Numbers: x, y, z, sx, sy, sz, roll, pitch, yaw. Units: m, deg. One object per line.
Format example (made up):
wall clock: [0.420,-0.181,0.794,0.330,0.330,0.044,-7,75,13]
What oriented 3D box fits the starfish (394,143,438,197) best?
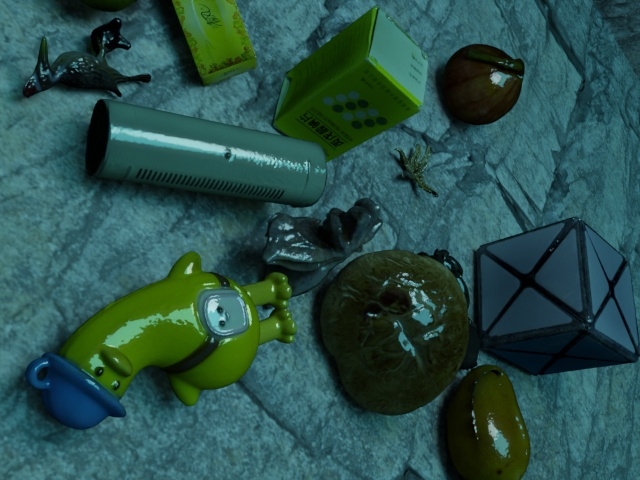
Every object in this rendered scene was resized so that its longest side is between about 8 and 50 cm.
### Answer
starfish: [0.202,-0.139,1.417,0.133,0.041,0.130,-25,84,-40]

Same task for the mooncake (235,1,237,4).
mooncake: [-0.109,-0.235,1.134,0.150,0.057,0.346,-112,-177,-76]

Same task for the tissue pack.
tissue pack: [-0.175,-0.348,1.075,0.095,0.062,0.176,-20,89,-5]

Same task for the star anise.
star anise: [-0.003,0.002,1.064,0.257,0.198,0.110,-29,74,-34]

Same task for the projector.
projector: [-0.155,-0.117,0.968,0.337,0.108,0.108,6,70,-33]

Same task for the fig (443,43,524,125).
fig: [0.387,-0.372,1.586,0.205,0.205,0.205,18,62,-40]

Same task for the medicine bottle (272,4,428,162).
medicine bottle: [0.051,-0.259,1.166,0.137,0.250,0.141,31,52,-31]

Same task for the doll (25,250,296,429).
doll: [-0.190,0.119,0.856,0.363,0.145,0.199,-13,96,-42]

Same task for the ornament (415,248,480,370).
ornament: [0.256,0.141,1.335,0.260,0.106,0.251,1,77,-50]

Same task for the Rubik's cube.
Rubik's cube: [0.510,0.132,1.460,0.259,0.260,0.255,26,56,-36]

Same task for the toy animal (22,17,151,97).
toy animal: [-0.321,-0.234,0.917,0.202,0.070,0.105,-41,123,-49]

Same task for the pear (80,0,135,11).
pear: [-0.299,-0.453,0.936,0.159,0.292,0.292,3,67,-1]

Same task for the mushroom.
mushroom: [0.125,0.149,1.133,0.278,0.146,0.278,0,92,-14]

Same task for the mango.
mango: [0.316,0.352,1.277,0.166,0.136,0.236,33,51,-32]
